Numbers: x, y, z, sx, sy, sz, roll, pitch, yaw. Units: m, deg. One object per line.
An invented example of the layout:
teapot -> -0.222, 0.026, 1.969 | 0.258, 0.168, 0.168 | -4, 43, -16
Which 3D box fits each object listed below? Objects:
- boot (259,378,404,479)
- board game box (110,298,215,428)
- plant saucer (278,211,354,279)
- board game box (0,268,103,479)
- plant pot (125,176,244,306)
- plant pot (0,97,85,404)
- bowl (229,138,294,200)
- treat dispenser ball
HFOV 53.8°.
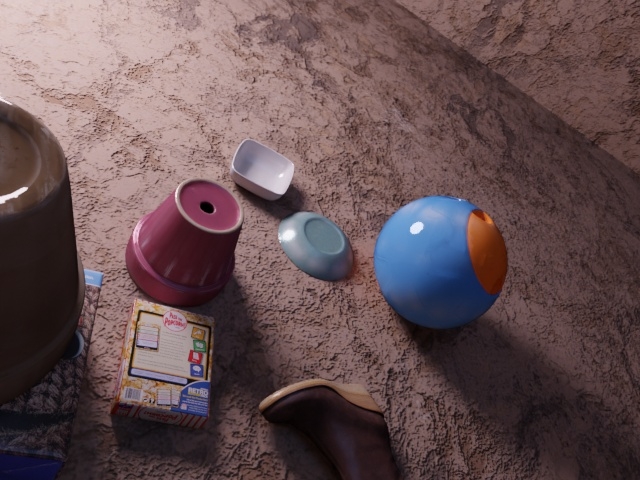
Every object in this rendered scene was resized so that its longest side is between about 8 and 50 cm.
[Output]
boot -> 0.028, 0.346, 1.077 | 0.248, 0.090, 0.207 | 6, 47, -37
board game box -> -0.253, 0.201, 1.043 | 0.146, 0.045, 0.194 | 18, 44, -22
plant saucer -> 0.000, 0.000, 1.421 | 0.194, 0.037, 0.195 | 19, 44, -20
board game box -> -0.447, 0.170, 0.857 | 0.232, 0.141, 0.291 | 16, 45, -24
plant pot -> -0.231, -0.008, 1.150 | 0.201, 0.180, 0.201 | 21, 43, -21
plant pot -> -0.416, -0.005, 0.719 | 0.323, 0.280, 0.323 | 19, 45, -20
bowl -> -0.139, -0.156, 1.452 | 0.142, 0.053, 0.142 | 29, 42, -11
treat dispenser ball -> 0.257, 0.047, 1.371 | 0.288, 0.288, 0.288 | 20, 44, -20
